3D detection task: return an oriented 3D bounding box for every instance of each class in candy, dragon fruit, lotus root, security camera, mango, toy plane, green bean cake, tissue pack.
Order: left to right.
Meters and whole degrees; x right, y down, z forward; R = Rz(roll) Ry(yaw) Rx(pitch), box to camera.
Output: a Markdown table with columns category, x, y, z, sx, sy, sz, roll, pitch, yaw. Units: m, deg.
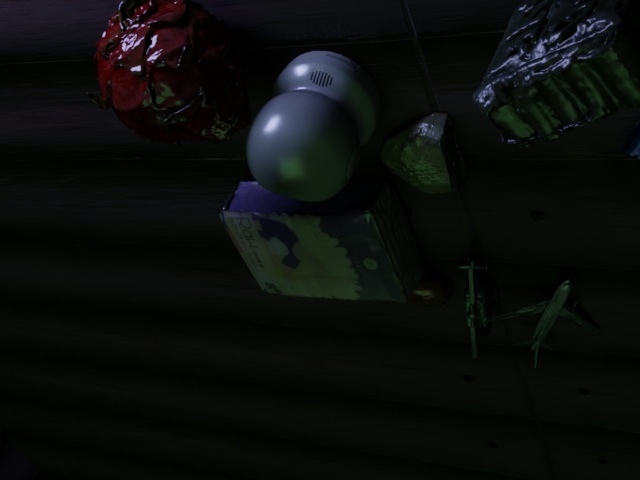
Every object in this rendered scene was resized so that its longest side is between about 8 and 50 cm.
| category | x | y | z | sx | sy | sz | roll | pitch | yaw |
| --- | --- | --- | --- | --- | --- | --- | --- | --- | --- |
| dragon fruit | -0.242 | -0.272 | 1.653 | 0.299 | 0.244 | 0.244 | 41 | 145 | 12 |
| security camera | -0.019 | -0.173 | 1.638 | 0.194 | 0.236 | 0.194 | 15 | 140 | 13 |
| tissue pack | 0.000 | 0.000 | 1.916 | 0.344 | 0.125 | 0.242 | 1 | 135 | 31 |
| mango | 0.195 | 0.094 | 1.959 | 0.127 | 0.063 | 0.077 | 15 | 149 | 18 |
| lotus root | 0.170 | -0.136 | 1.698 | 0.144 | 0.070 | 0.143 | -5 | 132 | 36 |
| toy plane | 0.293 | 0.104 | 1.889 | 0.060 | 0.096 | 0.235 | 4 | 119 | 24 |
| toy plane | 0.425 | 0.141 | 1.859 | 0.226 | 0.058 | 0.226 | 6 | 130 | -5 |
| green bean cake | 0.341 | -0.251 | 1.313 | 0.241 | 0.255 | 0.132 | -17 | 122 | 48 |
| candy | 0.528 | -0.140 | 1.501 | 0.136 | 0.038 | 0.088 | 16 | 146 | 0 |
